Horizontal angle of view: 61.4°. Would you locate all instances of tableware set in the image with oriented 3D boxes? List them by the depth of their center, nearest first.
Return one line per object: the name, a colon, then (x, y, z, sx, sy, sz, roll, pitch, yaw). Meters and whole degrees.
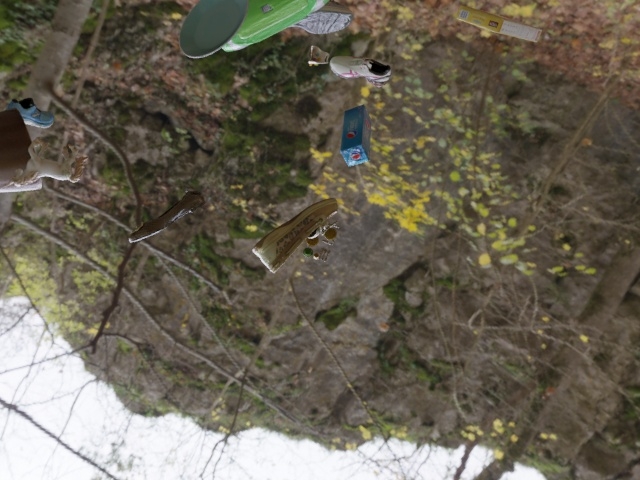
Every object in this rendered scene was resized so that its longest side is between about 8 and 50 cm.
tableware set: (0.000, 0.000, 2.007, 0.103, 0.154, 0.024, 19, 165, 6)

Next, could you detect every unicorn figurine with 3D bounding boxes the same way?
unicorn figurine: (-0.606, -0.165, 1.186, 0.161, 0.111, 0.060, 8, 171, -12)

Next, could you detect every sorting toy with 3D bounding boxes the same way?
sorting toy: (-0.004, -0.725, 2.142, 0.075, 0.084, 0.045, 6, 154, 6)

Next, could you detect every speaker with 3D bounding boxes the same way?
speaker: (-0.127, -0.579, 1.323, 0.131, 0.296, 0.131, -22, -90, -77)

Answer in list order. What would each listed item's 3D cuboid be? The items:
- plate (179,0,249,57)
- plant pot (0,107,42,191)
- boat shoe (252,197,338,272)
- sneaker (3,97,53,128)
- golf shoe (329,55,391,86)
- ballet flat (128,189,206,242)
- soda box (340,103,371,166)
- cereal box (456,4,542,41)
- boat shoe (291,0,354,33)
plate: (-0.225, -0.467, 1.160, 0.188, 0.188, 0.024, 42, -178, 37)
plant pot: (-0.860, -0.207, 1.358, 0.230, 0.216, 0.215, -20, -135, -32)
boat shoe: (-0.050, -0.018, 1.428, 0.285, 0.104, 0.089, -35, -94, -28)
sneaker: (-0.821, -0.368, 1.541, 0.063, 0.073, 0.162, 30, -166, 9)
golf shoe: (0.120, -0.519, 1.600, 0.185, 0.068, 0.086, 12, 164, -5)
ballet flat: (-0.427, -0.072, 1.495, 0.084, 0.249, 0.058, -1, 119, 53)
soda box: (0.112, -0.329, 1.677, 0.067, 0.071, 0.210, 56, -151, -40)
cereal box: (0.572, -0.691, 1.722, 0.240, 0.048, 0.173, -10, -143, -41)
boat shoe: (-0.051, -0.711, 1.648, 0.319, 0.103, 0.118, -3, 168, -17)
